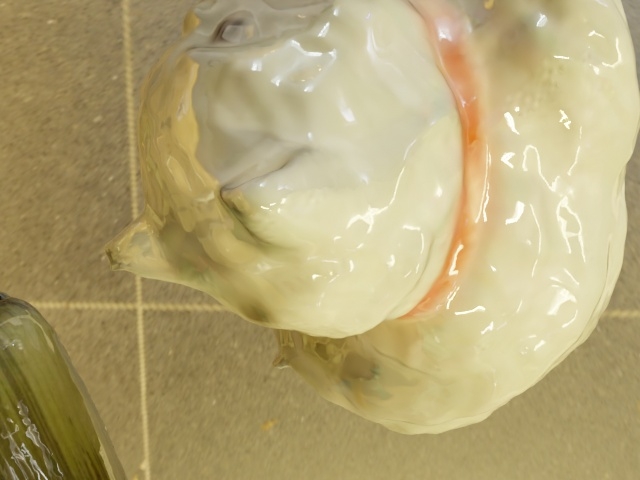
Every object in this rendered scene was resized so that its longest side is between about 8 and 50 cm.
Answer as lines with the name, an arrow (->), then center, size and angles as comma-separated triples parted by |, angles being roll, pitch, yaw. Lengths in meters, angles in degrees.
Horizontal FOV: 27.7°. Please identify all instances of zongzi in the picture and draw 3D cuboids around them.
zongzi -> -0.106, 0.154, 0.548 | 0.112, 0.242, 0.221 | -23, 121, -29

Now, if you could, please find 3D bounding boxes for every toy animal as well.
toy animal -> 0.000, 0.000, 0.562 | 0.308, 0.188, 0.266 | -13, 122, 50
